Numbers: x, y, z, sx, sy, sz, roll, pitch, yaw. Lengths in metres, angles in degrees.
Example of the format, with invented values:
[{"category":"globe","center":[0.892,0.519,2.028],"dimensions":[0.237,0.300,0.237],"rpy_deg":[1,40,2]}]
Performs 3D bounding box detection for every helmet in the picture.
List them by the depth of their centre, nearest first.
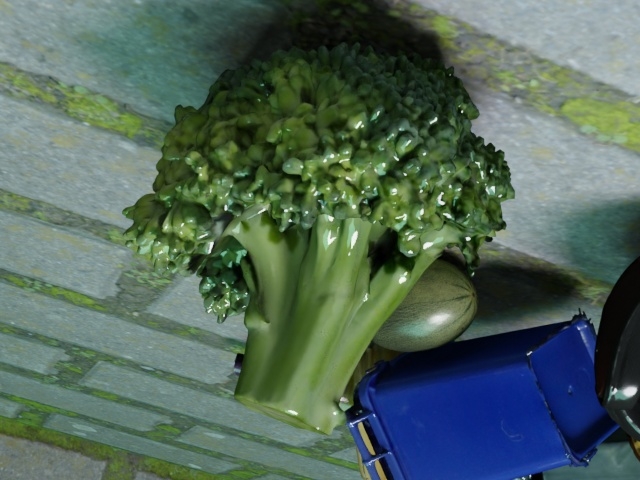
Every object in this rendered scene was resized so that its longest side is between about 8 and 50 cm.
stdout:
[{"category":"helmet","center":[0.324,0.091,0.871],"dimensions":[0.189,0.193,0.216],"rpy_deg":[11,129,13]}]

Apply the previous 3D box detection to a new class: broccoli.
[{"category":"broccoli","center":[-0.007,-0.017,0.757],"dimensions":[0.235,0.260,0.288],"rpy_deg":[41,174,26]}]

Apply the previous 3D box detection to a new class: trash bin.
[{"category":"trash bin","center":[0.161,0.169,1.048],"dimensions":[0.184,0.162,0.234],"rpy_deg":[-24,-179,-44]}]

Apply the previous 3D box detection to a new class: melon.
[{"category":"melon","center":[0.095,0.063,1.054],"dimensions":[0.131,0.098,0.098],"rpy_deg":[-6,152,32]}]

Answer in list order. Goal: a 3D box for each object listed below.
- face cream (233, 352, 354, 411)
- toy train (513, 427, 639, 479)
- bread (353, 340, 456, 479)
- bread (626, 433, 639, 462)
[{"category":"face cream","center":[0.014,0.202,1.454],"dimensions":[0.273,0.078,0.078],"rpy_deg":[15,158,-6]},{"category":"toy train","center":[0.357,0.246,1.219],"dimensions":[0.429,0.178,0.249],"rpy_deg":[-8,-179,21]},{"category":"bread","center":[0.113,0.218,1.328],"dimensions":[0.136,0.107,0.241],"rpy_deg":[1,135,10]},{"category":"bread","center":[0.395,0.153,1.007],"dimensions":[0.199,0.199,0.104],"rpy_deg":[9,144,8]}]
